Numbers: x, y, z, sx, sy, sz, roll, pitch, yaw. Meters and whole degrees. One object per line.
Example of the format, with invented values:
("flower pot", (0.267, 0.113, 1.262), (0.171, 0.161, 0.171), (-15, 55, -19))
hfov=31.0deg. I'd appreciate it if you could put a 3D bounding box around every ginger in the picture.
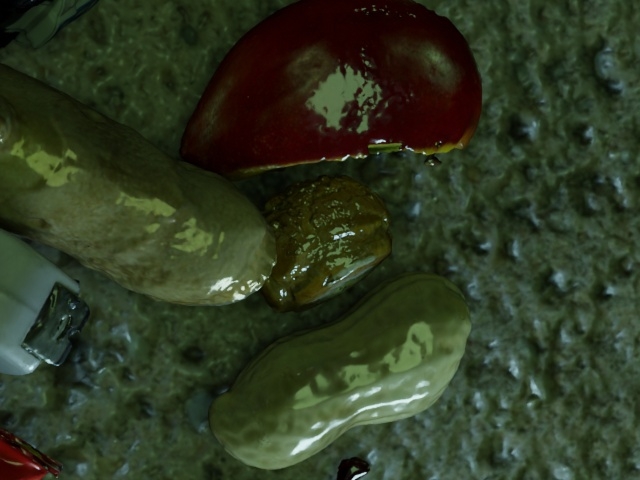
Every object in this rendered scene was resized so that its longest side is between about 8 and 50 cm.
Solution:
("ginger", (-0.199, -0.051, 0.921), (0.354, 0.190, 0.126), (25, 77, -9))

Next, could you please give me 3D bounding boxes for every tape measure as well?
("tape measure", (-0.320, 0.013, 0.869), (0.197, 0.236, 0.120), (46, 61, -42))

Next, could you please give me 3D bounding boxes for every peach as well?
("peach", (0.007, -0.136, 0.995), (0.268, 0.159, 0.153), (-6, 90, -11))

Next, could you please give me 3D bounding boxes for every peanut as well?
("peanut", (0.025, 0.123, 1.034), (0.257, 0.123, 0.123), (-31, 100, -7))

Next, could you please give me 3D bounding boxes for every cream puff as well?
("cream puff", (-0.004, -0.002, 1.007), (0.126, 0.144, 0.103), (-26, 83, -32))

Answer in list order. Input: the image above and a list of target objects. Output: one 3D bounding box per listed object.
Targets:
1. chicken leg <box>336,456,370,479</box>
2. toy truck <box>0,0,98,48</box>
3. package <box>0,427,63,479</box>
("chicken leg", (-0.021, 0.299, 1.067), (0.219, 0.048, 0.089), (-40, 105, -7))
("toy truck", (-0.256, -0.269, 0.934), (0.177, 0.161, 0.213), (-42, 104, -31))
("package", (-0.408, 0.302, 0.938), (0.196, 0.123, 0.423), (36, 85, -15))
